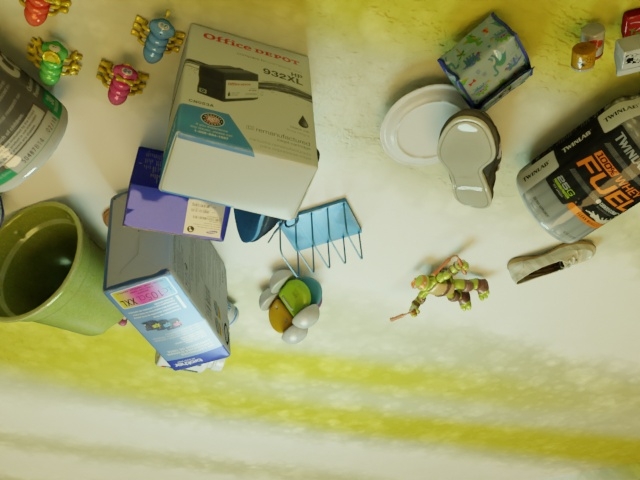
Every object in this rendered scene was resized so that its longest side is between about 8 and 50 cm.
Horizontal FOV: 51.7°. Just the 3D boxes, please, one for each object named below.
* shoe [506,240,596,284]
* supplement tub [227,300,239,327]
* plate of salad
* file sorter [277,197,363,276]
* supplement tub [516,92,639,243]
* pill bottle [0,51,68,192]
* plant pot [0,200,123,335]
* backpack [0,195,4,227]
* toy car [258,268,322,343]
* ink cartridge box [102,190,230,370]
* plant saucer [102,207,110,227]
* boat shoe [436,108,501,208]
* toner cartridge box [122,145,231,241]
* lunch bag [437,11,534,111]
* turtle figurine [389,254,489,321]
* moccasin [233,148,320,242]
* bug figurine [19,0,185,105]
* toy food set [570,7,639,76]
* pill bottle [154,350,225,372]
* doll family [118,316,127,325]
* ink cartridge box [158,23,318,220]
[{"bbox_3d":[0.584,0.060,1.659,0.219,0.058,0.076,-17,138,15],"label":"shoe"},{"bbox_3d":[-0.270,0.179,1.724,0.071,0.071,0.107,-24,136,22],"label":"supplement tub"},{"bbox_3d":[0.212,-0.228,1.297,0.200,0.048,0.200,-6,138,-5],"label":"plate of salad"},{"bbox_3d":[0.000,0.000,1.508,0.170,0.104,0.118,-16,138,15],"label":"file sorter"},{"bbox_3d":[0.568,-0.150,1.308,0.193,0.193,0.316,25,132,-30],"label":"supplement tub"},{"bbox_3d":[-0.618,-0.257,1.078,0.204,0.204,0.361,-24,136,22],"label":"pill bottle"},{"bbox_3d":[-0.568,0.093,1.479,0.276,0.276,0.254,-16,149,14],"label":"plant pot"},{"bbox_3d":[-0.712,-0.063,1.381,0.084,0.105,0.114,0,145,-40],"label":"backpack"},{"bbox_3d":[-0.058,0.160,1.682,0.136,0.159,0.182,-19,153,-40],"label":"toy car"},{"bbox_3d":[-0.315,0.101,1.467,0.151,0.270,0.395,-16,139,7],"label":"ink cartridge box"},{"bbox_3d":[-0.448,-0.044,1.490,0.083,0.013,0.083,-3,140,-2],"label":"plant saucer"},{"bbox_3d":[0.294,-0.175,1.281,0.112,0.095,0.335,9,159,19],"label":"boat shoe"},{"bbox_3d":[-0.262,-0.093,1.203,0.165,0.348,0.075,11,105,-15],"label":"toner cartridge box"},{"bbox_3d":[0.303,-0.300,1.178,0.129,0.096,0.151,-37,143,13],"label":"lunch bag"},{"bbox_3d":[0.310,0.127,1.696,0.217,0.087,0.269,14,128,-31],"label":"turtle figurine"},{"bbox_3d":[-0.088,-0.083,1.348,0.117,0.138,0.342,-15,168,-26],"label":"moccasin"},{"bbox_3d":[-0.381,-0.329,1.114,0.279,0.072,0.216,14,137,-20],"label":"bug figurine"},{"bbox_3d":[0.550,-0.328,1.158,0.232,0.111,0.104,-13,139,7],"label":"toy food set"},{"bbox_3d":[-0.361,0.311,1.844,0.180,0.108,0.108,15,136,-21],"label":"pill bottle"},{"bbox_3d":[-0.415,0.181,1.698,0.263,0.118,0.163,35,138,-7],"label":"doll family"},{"bbox_3d":[-0.133,-0.204,1.101,0.223,0.307,0.129,12,135,-17],"label":"ink cartridge box"}]
